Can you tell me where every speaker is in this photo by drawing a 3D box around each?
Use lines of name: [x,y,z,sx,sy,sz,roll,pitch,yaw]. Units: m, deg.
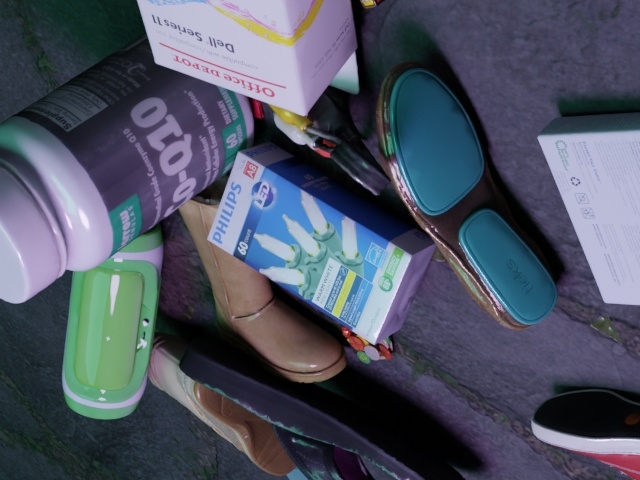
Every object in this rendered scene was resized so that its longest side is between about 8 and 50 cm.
speaker: [-0.303,0.106,2.229,0.131,0.131,0.296,24,116,29]

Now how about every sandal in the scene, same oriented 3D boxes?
sandal: [0.002,0.273,2.098,0.446,0.167,0.107,26,99,15]

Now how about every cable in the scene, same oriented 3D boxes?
cable: [0.017,-0.095,1.695,0.139,0.072,0.287,45,-172,-33]

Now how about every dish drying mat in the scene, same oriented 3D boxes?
dish drying mat: [-0.105,-0.172,1.910,0.083,0.008,0.032,15,135,39]

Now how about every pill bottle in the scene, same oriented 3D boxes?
pill bottle: [-0.270,-0.092,1.843,0.204,0.361,0.204,33,145,28]

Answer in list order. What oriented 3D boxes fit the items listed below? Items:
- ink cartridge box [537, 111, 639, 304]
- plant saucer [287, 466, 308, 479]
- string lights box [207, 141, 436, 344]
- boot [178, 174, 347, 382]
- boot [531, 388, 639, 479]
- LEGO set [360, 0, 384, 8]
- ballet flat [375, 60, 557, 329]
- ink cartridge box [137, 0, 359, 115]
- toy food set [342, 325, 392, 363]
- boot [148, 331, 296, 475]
ink cartridge box: [0.351,-0.028,1.536,0.224,0.045,0.223,3,129,44]
plant saucer: [0.014,0.367,2.351,0.192,0.018,0.067,-12,117,51]
string lights box: [0.000,0.000,1.878,0.259,0.077,0.133,31,117,20]
boot: [-0.086,0.050,2.056,0.236,0.089,0.269,18,137,34]
boot: [0.371,0.269,1.800,0.244,0.088,0.176,6,132,40]
LEGO set: [0.058,-0.329,1.525,0.182,0.060,0.244,47,147,5]
ballet flat: [0.144,-0.047,1.706,0.342,0.116,0.124,54,165,-20]
ink cartridge box: [-0.084,-0.265,1.609,0.207,0.119,0.353,21,149,24]
toy food set: [0.063,0.128,2.038,0.082,0.020,0.083,50,146,-7]
boot: [-0.151,0.245,2.329,0.203,0.095,0.262,23,163,50]
